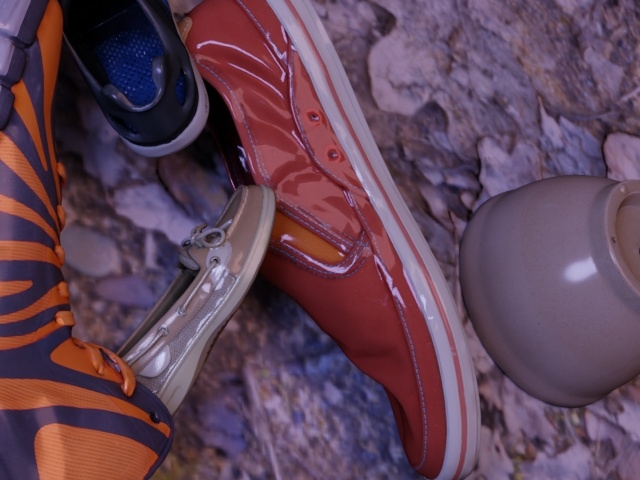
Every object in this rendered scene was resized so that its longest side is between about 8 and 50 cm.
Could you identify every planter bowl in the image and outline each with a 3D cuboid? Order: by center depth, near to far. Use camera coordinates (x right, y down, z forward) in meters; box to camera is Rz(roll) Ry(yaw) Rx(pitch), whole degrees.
[{"bbox_3d":[0.191,0.021,1.115,0.162,0.109,0.162,19,57,-33],"label":"planter bowl"}]

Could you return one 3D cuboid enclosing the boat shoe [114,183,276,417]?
[{"bbox_3d":[-0.075,0.031,0.897,0.048,0.056,0.153,31,85,-15],"label":"boat shoe"}]

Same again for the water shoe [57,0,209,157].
[{"bbox_3d":[-0.122,-0.141,0.916,0.073,0.080,0.203,-32,65,-2],"label":"water shoe"}]

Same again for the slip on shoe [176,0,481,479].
[{"bbox_3d":[0.000,0.000,0.980,0.101,0.123,0.331,-26,91,-13],"label":"slip on shoe"}]

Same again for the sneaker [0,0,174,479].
[{"bbox_3d":[-0.158,0.025,0.830,0.180,0.124,0.321,32,58,-32],"label":"sneaker"}]
